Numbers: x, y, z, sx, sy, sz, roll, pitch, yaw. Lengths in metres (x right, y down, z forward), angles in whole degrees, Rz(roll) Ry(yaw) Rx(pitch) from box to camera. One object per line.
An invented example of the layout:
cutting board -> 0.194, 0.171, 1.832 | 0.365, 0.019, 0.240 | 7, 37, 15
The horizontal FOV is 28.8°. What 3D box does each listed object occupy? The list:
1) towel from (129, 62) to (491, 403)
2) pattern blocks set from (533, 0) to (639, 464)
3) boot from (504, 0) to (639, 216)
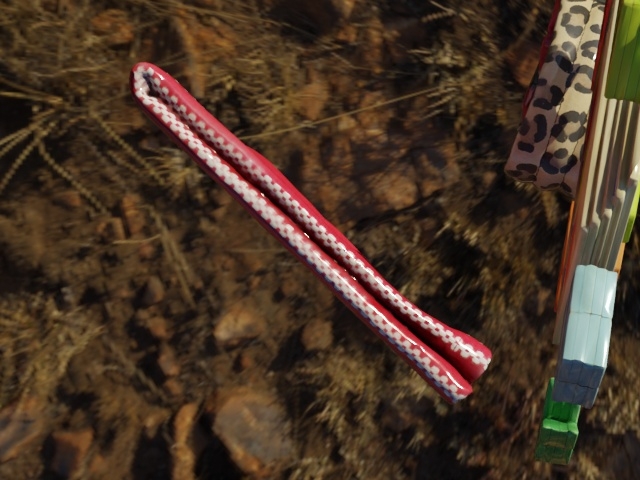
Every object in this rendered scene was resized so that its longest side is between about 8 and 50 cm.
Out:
towel -> 0.000, 0.000, 0.637 | 0.199, 0.275, 0.031 | 43, 89, 4
pattern blocks set -> 0.148, -0.052, 0.627 | 0.026, 0.285, 0.324 | 10, 72, 10
boot -> 0.306, -0.126, 0.908 | 0.284, 0.377, 0.138 | 18, 144, 7
